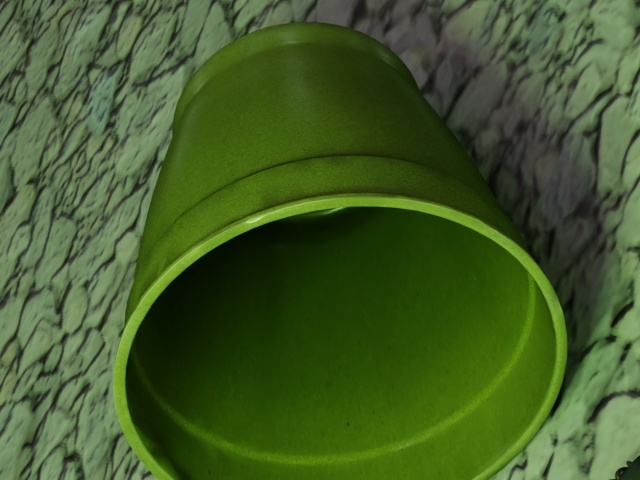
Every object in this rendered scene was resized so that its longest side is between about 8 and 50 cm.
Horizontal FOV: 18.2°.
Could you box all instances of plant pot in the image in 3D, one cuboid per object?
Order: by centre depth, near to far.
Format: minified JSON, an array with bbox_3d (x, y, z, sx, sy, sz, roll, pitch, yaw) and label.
[{"bbox_3d":[0.000,0.000,1.734,0.366,0.366,0.353,-39,34,22],"label":"plant pot"}]

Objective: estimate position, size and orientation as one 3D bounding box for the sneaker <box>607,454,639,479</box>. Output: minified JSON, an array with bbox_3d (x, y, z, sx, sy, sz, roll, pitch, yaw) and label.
[{"bbox_3d":[0.242,0.195,1.549,0.118,0.083,0.222,4,72,45],"label":"sneaker"}]
